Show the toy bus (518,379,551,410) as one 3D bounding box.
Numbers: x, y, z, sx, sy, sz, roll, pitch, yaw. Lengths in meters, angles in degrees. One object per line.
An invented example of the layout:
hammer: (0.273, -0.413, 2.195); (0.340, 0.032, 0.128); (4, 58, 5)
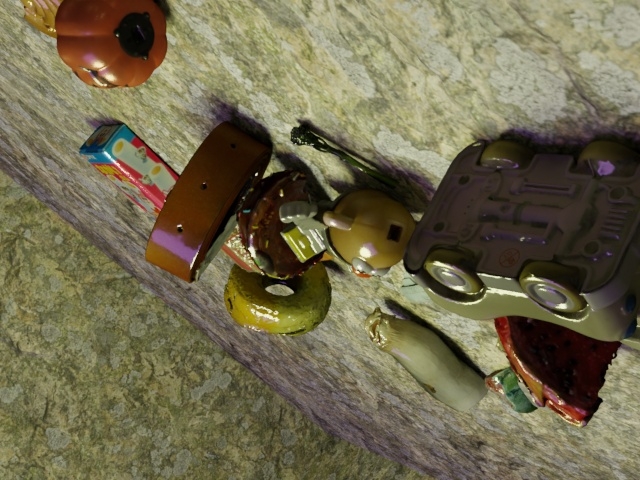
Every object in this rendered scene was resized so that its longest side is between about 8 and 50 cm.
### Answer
toy bus: (0.493, 0.328, 1.864); (0.060, 0.075, 0.123); (11, 152, 48)

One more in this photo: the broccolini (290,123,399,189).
broccolini: (0.043, -0.149, 1.495); (0.218, 0.044, 0.042); (28, 146, 0)

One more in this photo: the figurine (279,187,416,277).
figurine: (0.076, -0.015, 1.545); (0.285, 0.342, 0.167); (-8, 92, 65)

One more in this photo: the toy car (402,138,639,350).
toy car: (0.317, 0.012, 1.141); (0.336, 0.242, 0.226); (7, 151, 49)

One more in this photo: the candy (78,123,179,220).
candy: (-0.463, -0.167, 2.148); (0.306, 0.100, 0.157); (44, 159, -32)

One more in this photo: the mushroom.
mushroom: (0.262, 0.299, 2.095); (0.397, 0.126, 0.177); (43, 167, -37)

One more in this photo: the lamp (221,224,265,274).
lamp: (-0.176, -0.040, 1.904); (0.177, 0.177, 0.274); (6, 145, 53)

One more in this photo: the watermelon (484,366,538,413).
watermelon: (0.463, 0.373, 2.043); (0.187, 0.071, 0.139); (45, 162, -32)

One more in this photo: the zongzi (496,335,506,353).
zongzi: (0.471, 0.237, 1.726); (0.176, 0.078, 0.160); (7, -153, -37)

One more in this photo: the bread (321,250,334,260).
bread: (0.000, 0.002, 1.854); (0.083, 0.077, 0.070); (45, 161, -27)

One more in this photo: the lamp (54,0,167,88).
lamp: (-0.359, -0.351, 1.406); (0.164, 0.188, 0.188); (16, 155, 42)

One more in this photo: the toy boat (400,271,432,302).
toy boat: (0.232, 0.077, 1.678); (0.085, 0.078, 0.260); (58, 161, -2)

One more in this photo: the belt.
belt: (-0.233, -0.072, 1.681); (0.122, 0.339, 0.217); (32, -166, 5)

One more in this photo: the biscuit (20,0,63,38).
biscuit: (-0.543, -0.458, 1.665); (0.144, 0.033, 0.224); (37, 161, -11)

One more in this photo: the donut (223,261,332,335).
donut: (-0.102, 0.108, 2.024); (0.272, 0.272, 0.107); (28, 150, 15)

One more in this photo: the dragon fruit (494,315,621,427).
dragon fruit: (0.453, 0.189, 1.488); (0.240, 0.302, 0.330); (-11, 160, 20)

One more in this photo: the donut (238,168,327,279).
donut: (-0.074, -0.033, 1.704); (0.096, 0.216, 0.230); (27, 177, 45)
